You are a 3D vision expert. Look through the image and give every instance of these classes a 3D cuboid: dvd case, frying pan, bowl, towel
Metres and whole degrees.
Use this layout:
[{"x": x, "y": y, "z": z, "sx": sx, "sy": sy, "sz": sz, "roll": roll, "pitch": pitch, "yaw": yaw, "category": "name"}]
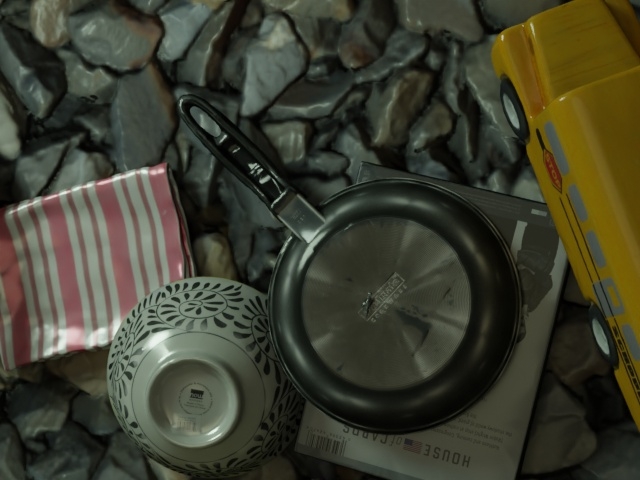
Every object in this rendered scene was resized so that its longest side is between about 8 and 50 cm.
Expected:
[{"x": 0.089, "y": 0.073, "z": 1.060, "sx": 0.179, "sy": 0.029, "sz": 0.239, "roll": 14, "pitch": 95, "yaw": 17, "category": "dvd case"}, {"x": 0.028, "y": -0.010, "z": 1.041, "sx": 0.197, "sy": 0.053, "sz": 0.326, "roll": -25, "pitch": 80, "yaw": 8, "category": "frying pan"}, {"x": -0.095, "y": 0.118, "z": 1.071, "sx": 0.170, "sy": 0.080, "sz": 0.170, "roll": 1, "pitch": 98, "yaw": 5, "category": "bowl"}, {"x": -0.201, "y": 0.024, "z": 1.152, "sx": 0.197, "sy": 0.029, "sz": 0.144, "roll": -13, "pitch": 85, "yaw": 17, "category": "towel"}]

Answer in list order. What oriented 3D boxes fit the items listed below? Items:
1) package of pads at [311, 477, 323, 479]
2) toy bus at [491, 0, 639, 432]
[{"x": -0.011, "y": 0.236, "z": 1.091, "sx": 0.050, "sy": 0.032, "sz": 0.083, "roll": -20, "pitch": 84, "yaw": 19, "category": "package of pads"}, {"x": 0.229, "y": -0.013, "z": 0.948, "sx": 0.108, "sy": 0.130, "sz": 0.333, "roll": -20, "pitch": 84, "yaw": -4, "category": "toy bus"}]
